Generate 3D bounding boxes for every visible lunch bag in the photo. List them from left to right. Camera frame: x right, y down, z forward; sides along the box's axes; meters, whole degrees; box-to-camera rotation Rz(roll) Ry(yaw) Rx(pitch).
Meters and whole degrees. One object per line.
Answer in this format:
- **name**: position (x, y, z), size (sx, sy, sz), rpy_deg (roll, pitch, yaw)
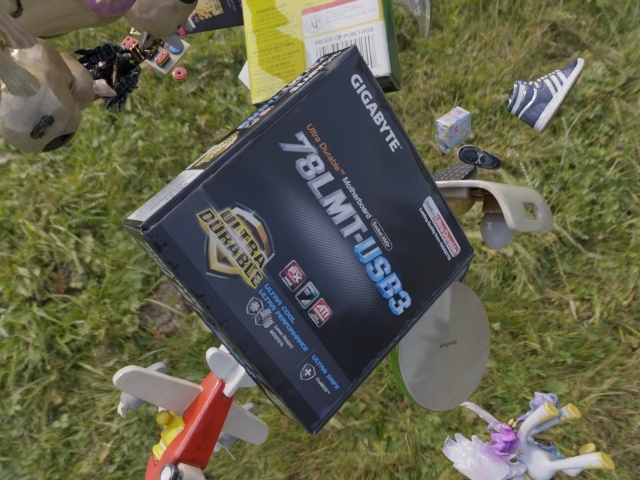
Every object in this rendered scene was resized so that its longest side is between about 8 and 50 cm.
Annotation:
- **lunch bag**: position (0.295, -0.244, 1.391), size (0.071, 0.083, 0.053), rpy_deg (-35, 46, -18)

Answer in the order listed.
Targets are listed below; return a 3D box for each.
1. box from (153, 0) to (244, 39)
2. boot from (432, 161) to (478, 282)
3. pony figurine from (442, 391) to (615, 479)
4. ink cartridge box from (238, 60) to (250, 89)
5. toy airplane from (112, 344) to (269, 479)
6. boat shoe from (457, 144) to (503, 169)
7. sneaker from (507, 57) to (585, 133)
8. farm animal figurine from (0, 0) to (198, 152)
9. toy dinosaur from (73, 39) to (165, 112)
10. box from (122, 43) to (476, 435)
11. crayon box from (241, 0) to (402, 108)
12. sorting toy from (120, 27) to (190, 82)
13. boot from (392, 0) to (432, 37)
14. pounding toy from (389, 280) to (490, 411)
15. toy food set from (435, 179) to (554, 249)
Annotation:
- **box**: position (-0.215, -0.506, 1.255), size (0.270, 0.165, 0.143), rpy_deg (4, 120, 31)
- **boot**: position (0.315, -0.020, 1.572), size (0.338, 0.118, 0.223), rpy_deg (-47, 117, -14)
- **pony figurine**: position (0.544, 0.570, 1.698), size (0.351, 0.303, 0.363), rpy_deg (44, 123, 8)
- **ink cartridge box**: position (-0.032, -0.454, 1.975), size (0.385, 0.279, 0.160), rpy_deg (48, 122, 20)
- **toy airplane**: position (-0.328, 0.441, 1.624), size (0.384, 0.272, 0.386), rpy_deg (-22, 107, -37)
- **boat shoe**: position (0.372, -0.190, 1.449), size (0.125, 0.038, 0.046), rpy_deg (14, 103, -33)
- **sneaker**: position (0.676, -0.468, 1.887), size (0.153, 0.099, 0.282), rpy_deg (32, 75, 17)
- **farm animal figurine**: position (-0.215, -0.229, 0.578), size (0.326, 0.172, 0.330), rpy_deg (21, 68, 36)
- **toy dinosaur**: position (-0.533, -0.454, 1.614), size (0.164, 0.218, 0.322), rpy_deg (34, 107, -17)
- **box**: position (0.000, 0.000, 0.665), size (0.293, 0.073, 0.296), rpy_deg (-43, 116, -19)
- **crayon box**: position (-0.006, -0.352, 0.875), size (0.202, 0.081, 0.319), rpy_deg (-7, 84, 19)
- **sorting toy**: position (-0.521, -0.628, 2.017), size (0.274, 0.046, 0.132), rpy_deg (32, 74, 9)
- **boot**: position (0.203, -0.617, 1.601), size (0.165, 0.213, 0.077), rpy_deg (-3, 46, 14)
- **pounding toy**: position (0.126, 0.137, 0.891), size (0.236, 0.110, 0.183), rpy_deg (25, 76, -33)
- **toy food set**: position (0.148, -0.030, 0.875), size (0.306, 0.219, 0.092), rpy_deg (0, 92, 32)
